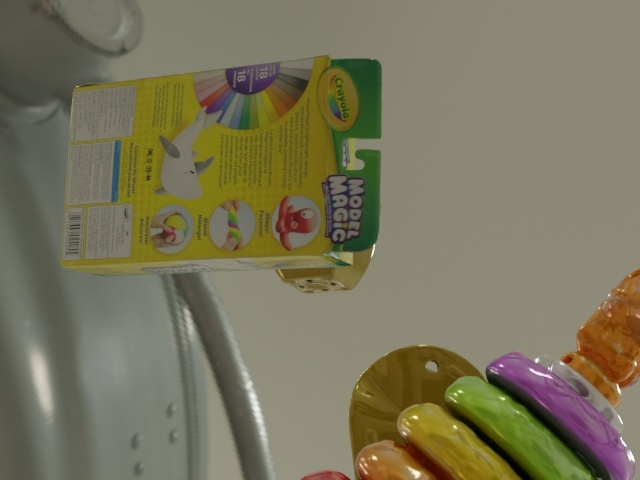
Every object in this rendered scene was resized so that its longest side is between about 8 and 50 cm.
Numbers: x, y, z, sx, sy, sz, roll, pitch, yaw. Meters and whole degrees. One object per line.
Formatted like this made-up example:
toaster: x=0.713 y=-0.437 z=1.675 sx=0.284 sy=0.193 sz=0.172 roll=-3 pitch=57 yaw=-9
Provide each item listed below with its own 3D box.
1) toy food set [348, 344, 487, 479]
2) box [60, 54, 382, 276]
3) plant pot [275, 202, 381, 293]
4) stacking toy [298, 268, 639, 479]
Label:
toy food set: x=0.088 y=0.201 z=0.909 sx=0.128 sy=0.071 sz=0.217 roll=-3 pitch=-105 yaw=-8
box: x=-0.049 y=-0.037 z=0.567 sx=0.179 sy=0.043 sz=0.105 roll=-3 pitch=-101 yaw=25
plant pot: x=0.000 y=0.000 z=0.919 sx=0.082 sy=0.081 sz=0.083 roll=-7 pitch=-109 yaw=26
stacking toy: x=0.115 y=0.127 z=0.638 sx=0.302 sy=0.175 sz=0.166 roll=-45 pitch=-84 yaw=-8
